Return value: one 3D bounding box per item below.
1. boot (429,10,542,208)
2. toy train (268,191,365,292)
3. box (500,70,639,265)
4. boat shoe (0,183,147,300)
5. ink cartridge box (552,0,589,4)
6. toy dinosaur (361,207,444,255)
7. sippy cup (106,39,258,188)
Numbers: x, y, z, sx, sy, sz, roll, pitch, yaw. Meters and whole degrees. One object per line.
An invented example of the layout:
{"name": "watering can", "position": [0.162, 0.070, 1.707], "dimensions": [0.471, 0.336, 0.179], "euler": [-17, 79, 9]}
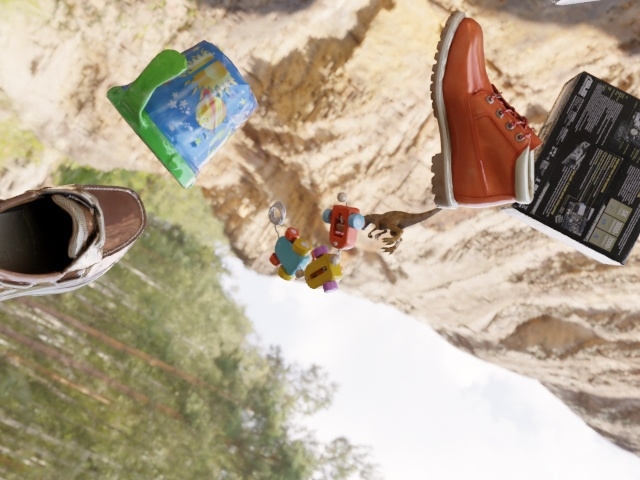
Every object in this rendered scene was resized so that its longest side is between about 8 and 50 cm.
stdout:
{"name": "boot", "position": [0.131, -0.099, 0.642], "dimensions": [0.085, 0.157, 0.059], "euler": [6, -153, 27]}
{"name": "toy train", "position": [0.000, 0.000, 1.043], "dimensions": [0.166, 0.046, 0.125], "euler": [7, -85, 49]}
{"name": "box", "position": [0.322, -0.083, 0.974], "dimensions": [0.180, 0.147, 0.077], "euler": [-63, 179, 1]}
{"name": "boat shoe", "position": [-0.281, -0.001, 0.878], "dimensions": [0.117, 0.123, 0.324], "euler": [-17, -173, 28]}
{"name": "ink cartridge box", "position": [0.475, -0.611, 1.329], "dimensions": [0.279, 0.161, 0.384], "euler": [167, -85, -77]}
{"name": "toy dinosaur", "position": [0.157, -0.035, 1.633], "dimensions": [0.212, 0.064, 0.112], "euler": [-5, -123, 34]}
{"name": "sippy cup", "position": [-0.253, -0.257, 1.599], "dimensions": [0.224, 0.240, 0.305], "euler": [-41, -161, -5]}
